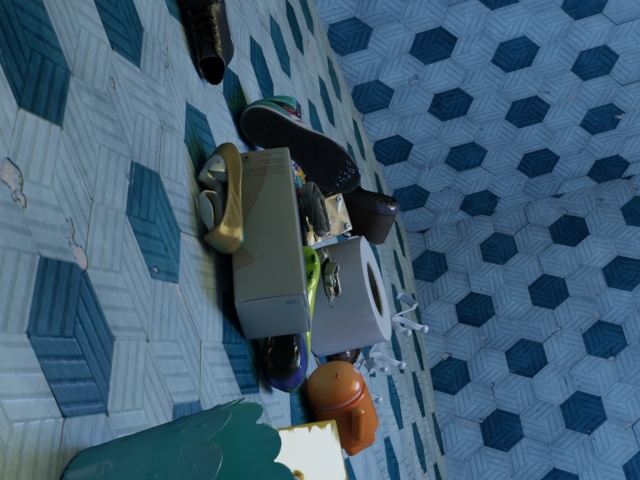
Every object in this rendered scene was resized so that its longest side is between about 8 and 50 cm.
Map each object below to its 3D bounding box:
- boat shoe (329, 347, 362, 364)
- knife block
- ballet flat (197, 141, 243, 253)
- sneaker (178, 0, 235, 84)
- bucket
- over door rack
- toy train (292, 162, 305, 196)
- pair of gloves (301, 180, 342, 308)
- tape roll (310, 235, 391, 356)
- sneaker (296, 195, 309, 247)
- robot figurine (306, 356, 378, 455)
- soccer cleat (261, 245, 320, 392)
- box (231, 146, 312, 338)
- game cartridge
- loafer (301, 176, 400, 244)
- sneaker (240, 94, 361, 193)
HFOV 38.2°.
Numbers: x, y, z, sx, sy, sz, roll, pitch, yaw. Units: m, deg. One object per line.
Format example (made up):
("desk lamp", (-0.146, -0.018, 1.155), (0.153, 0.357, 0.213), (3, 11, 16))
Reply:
("boat shoe", (0.065, 0.267, 2.271), (0.207, 0.073, 0.073), (-31, 107, -71))
("knife block", (-0.057, -0.041, 2.090), (0.275, 0.242, 0.088), (-24, 101, -33))
("ballet flat", (-0.172, -0.086, 1.573), (0.073, 0.080, 0.232), (24, 43, -39))
("sneaker", (-0.216, -0.411, 1.744), (0.118, 0.083, 0.222), (-90, 163, -51))
("bucket", (-0.135, 0.313, 0.950), (0.281, 0.183, 0.281), (-14, 90, -78))
("over door rack", (0.173, 0.280, 2.341), (0.108, 0.239, 0.324), (32, 12, 4))
("toy train", (-0.074, -0.176, 2.235), (0.166, 0.046, 0.125), (-95, 164, -53))
("pair of gloves", (0.000, 0.000, 1.872), (0.204, 0.042, 0.240), (-114, -167, -71))
("tape roll", (0.048, 0.130, 2.106), (0.246, 0.169, 0.246), (-16, 90, -79))
("sneaker", (-0.064, 0.000, 1.889), (0.130, 0.087, 0.227), (-103, -173, -62))
("robot figurine", (0.046, 0.343, 1.923), (0.158, 0.128, 0.219), (-72, 145, -58))
("soccer cleat", (-0.055, 0.145, 1.725), (0.121, 0.093, 0.289), (77, 19, -56))
("box", (-0.093, 0.003, 1.639), (0.148, 0.121, 0.311), (83, 0, -56))
("game cartridge", (-0.038, 0.442, 1.385), (0.285, 0.052, 0.324), (8, 68, -56))
("loafer", (0.050, -0.075, 2.263), (0.366, 0.134, 0.130), (28, -70, 59))
("sneaker", (-0.046, -0.221, 2.036), (0.295, 0.124, 0.178), (32, 19, -17))
